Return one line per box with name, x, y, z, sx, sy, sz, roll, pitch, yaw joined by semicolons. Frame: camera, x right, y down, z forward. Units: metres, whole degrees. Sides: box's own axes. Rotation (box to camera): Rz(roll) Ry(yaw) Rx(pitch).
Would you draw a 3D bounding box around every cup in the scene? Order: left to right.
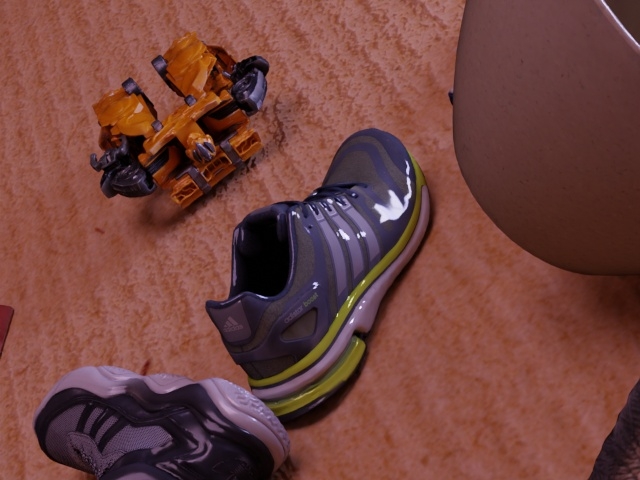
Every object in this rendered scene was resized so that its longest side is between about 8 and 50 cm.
cup;0.218;-0.109;1.155;0.237;0.331;0.331;-48;14;44

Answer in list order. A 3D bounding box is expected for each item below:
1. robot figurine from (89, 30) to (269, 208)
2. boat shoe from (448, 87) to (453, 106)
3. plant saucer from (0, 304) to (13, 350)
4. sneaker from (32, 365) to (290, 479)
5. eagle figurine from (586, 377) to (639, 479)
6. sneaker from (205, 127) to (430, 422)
robot figurine;-0.144;-0.125;1.806;0.211;0.085;0.291;-38;27;0
boat shoe;0.166;-0.112;1.439;0.066;0.066;0.183;-38;27;-4
plant saucer;-0.441;0.179;1.730;0.259;0.048;0.258;-28;29;20
sneaker;-0.157;0.181;1.327;0.268;0.101;0.153;-4;40;43
eagle figurine;0.240;0.120;0.869;0.298;0.226;0.225;-41;47;-18
sneaker;0.000;0.000;1.400;0.111;0.121;0.300;-17;34;34
